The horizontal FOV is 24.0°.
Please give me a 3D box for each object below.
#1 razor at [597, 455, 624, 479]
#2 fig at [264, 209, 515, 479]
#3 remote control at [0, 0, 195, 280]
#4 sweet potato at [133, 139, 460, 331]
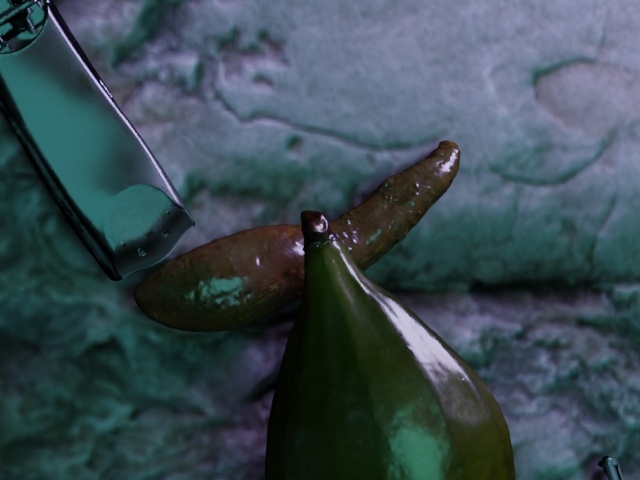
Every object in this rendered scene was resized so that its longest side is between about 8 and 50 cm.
[{"bbox_3d":[0.090,0.181,0.857,0.211,0.036,0.084,-7,69,-20],"label":"razor"},{"bbox_3d":[0.012,0.090,0.764,0.126,0.133,0.185,-44,103,-4],"label":"fig"},{"bbox_3d":[-0.137,-0.077,0.747,0.059,0.028,0.212,-39,105,-24],"label":"remote control"},{"bbox_3d":[0.000,0.000,0.805,0.214,0.050,0.050,-24,100,-28],"label":"sweet potato"}]
